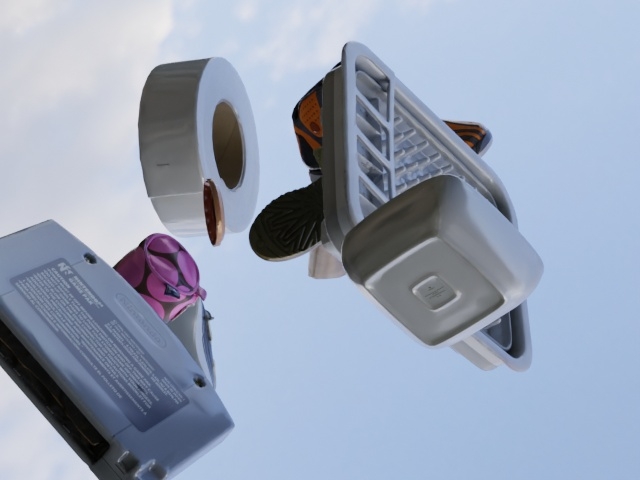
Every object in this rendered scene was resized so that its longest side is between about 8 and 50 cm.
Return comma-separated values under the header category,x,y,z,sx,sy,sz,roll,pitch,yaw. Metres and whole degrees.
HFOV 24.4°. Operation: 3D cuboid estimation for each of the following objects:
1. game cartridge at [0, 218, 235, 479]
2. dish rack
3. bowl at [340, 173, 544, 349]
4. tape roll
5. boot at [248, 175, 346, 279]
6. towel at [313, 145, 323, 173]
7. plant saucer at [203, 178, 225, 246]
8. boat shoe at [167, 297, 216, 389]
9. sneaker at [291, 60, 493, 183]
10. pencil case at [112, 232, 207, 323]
category,x,y,z,sx,sy,sz,roll,pitch,yaw
game cartridge,-0.226,0.113,1.482,0.062,0.297,0.198,-46,172,23
dish rack,0.102,-0.023,1.566,0.072,0.333,0.285,-28,-137,28
bowl,0.097,0.028,1.238,0.142,0.142,0.053,-33,-157,33
tape roll,-0.189,-0.146,2.346,0.100,0.286,0.286,-5,-129,17
boot,0.000,0.000,2.201,0.236,0.269,0.089,-32,-108,-14
towel,0.059,-0.084,1.951,0.110,0.027,0.148,-27,-116,13
plant saucer,-0.129,-0.034,1.800,0.083,0.013,0.083,173,-90,-76
boat shoe,-0.209,0.130,2.193,0.113,0.306,0.105,-14,-160,7
sneaker,0.088,-0.176,2.188,0.321,0.180,0.124,-6,-151,31
pencil case,-0.232,0.087,1.738,0.209,0.098,0.095,-38,-158,29
